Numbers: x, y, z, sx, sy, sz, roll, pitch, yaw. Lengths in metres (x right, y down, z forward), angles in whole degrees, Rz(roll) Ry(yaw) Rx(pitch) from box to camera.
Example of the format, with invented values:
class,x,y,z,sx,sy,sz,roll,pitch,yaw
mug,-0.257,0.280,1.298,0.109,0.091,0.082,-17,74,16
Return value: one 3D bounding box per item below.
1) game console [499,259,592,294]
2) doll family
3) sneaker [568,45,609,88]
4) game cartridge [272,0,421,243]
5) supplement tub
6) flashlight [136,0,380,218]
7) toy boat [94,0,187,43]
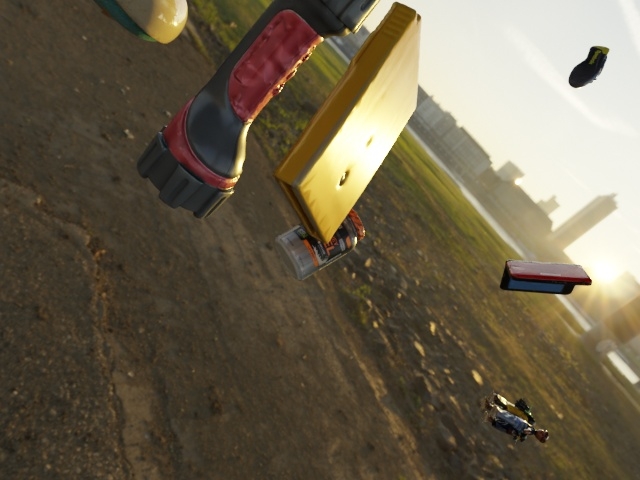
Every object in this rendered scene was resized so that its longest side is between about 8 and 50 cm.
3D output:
class,x,y,z,sx,sy,sz,roll,pitch,yaw
game console,0.438,0.089,0.980,0.124,0.143,0.085,-57,148,-68
doll family,0.401,0.372,1.033,0.111,0.076,0.193,30,14,13
sneaker,0.619,-0.388,1.147,0.053,0.144,0.059,33,-23,29
game cartridge,0.059,-0.172,0.802,0.052,0.324,0.285,30,-10,16
supplement tub,0.000,0.000,1.151,0.117,0.190,0.117,52,-18,24
flashlight,-0.058,-0.158,0.499,0.103,0.304,0.103,41,20,-17
toy boat,-0.335,-0.461,0.802,0.267,0.148,0.319,50,20,-54
